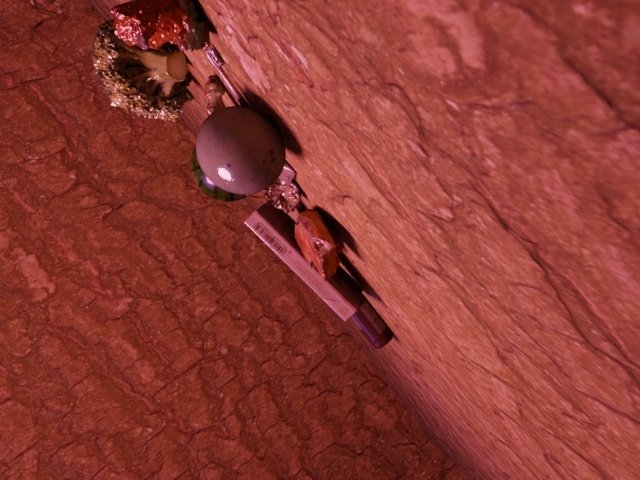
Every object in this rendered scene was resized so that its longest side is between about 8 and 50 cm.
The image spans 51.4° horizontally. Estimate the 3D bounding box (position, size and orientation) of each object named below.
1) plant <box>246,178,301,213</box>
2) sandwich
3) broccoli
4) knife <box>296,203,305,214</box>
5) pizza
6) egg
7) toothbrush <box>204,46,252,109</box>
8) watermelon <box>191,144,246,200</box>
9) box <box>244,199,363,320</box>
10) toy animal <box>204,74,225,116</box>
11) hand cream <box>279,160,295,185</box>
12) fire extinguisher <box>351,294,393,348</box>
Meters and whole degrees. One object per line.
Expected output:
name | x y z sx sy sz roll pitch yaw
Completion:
plant | -0.112 -0.114 1.602 0.116 0.122 0.104 56 164 22
sandwich | -0.298 -0.389 1.198 0.185 0.160 0.109 30 139 52
broccoli | -0.470 -0.445 1.779 0.288 0.235 0.260 6 -148 -44
knife | -0.078 -0.111 1.757 0.061 0.027 0.343 50 175 47
pizza | 0.000 0.000 1.578 0.305 0.086 0.161 -144 33 -75
egg | -0.161 -0.180 1.324 0.169 0.169 0.236 55 176 -31
toothbrush | -0.157 -0.282 1.390 0.026 0.024 0.288 23 153 47
watermelon | -0.237 -0.191 1.701 0.188 0.188 0.214 51 174 3
box | -0.035 0.045 1.771 0.365 0.051 0.204 44 -166 -3
toy animal | -0.231 -0.256 1.535 0.099 0.057 0.241 -114 20 -61
hand cream | -0.130 -0.204 1.524 0.186 0.054 0.087 45 160 1
fire extinguisher | 0.124 0.210 1.985 0.231 0.071 0.099 52 -159 -3
